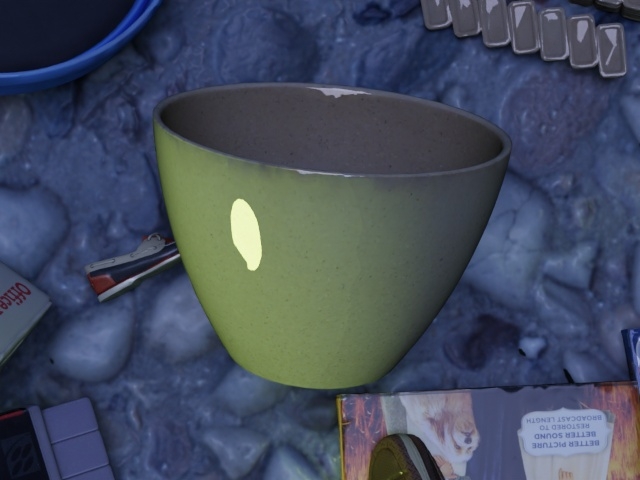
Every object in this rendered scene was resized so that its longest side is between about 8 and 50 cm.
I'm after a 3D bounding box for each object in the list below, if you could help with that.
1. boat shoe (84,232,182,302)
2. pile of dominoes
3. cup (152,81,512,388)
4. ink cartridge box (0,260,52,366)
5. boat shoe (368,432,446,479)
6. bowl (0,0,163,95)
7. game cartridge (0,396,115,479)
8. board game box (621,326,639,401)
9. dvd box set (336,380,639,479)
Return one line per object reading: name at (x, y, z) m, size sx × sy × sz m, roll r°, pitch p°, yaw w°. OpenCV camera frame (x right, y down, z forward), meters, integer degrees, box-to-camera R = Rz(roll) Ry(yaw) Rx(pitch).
boat shoe at (-0.178, 0.016, 1.337) m, size 0.137 × 0.049 × 0.043 m, roll -28°, pitch 81°, yaw 2°
pile of dominoes at (0.232, -0.287, 1.385) m, size 0.251 × 0.040 × 0.196 m, roll 16°, pitch 84°, yaw 11°
cup at (0.000, 0.000, 1.228) m, size 0.331 × 0.331 × 0.237 m, roll 7°, pitch 109°, yaw 1°
ink cartridge box at (-0.434, 0.040, 1.214) m, size 0.307 × 0.223 × 0.129 m, roll 37°, pitch 102°, yaw -6°
boat shoe at (0.121, 0.307, 1.228) m, size 0.095 × 0.095 × 0.257 m, roll -4°, pitch 72°, yaw -35°
bowl at (-0.336, -0.326, 1.313) m, size 0.391 × 0.077 × 0.391 m, roll 4°, pitch 70°, yaw -12°
game cartridge at (-0.353, 0.296, 1.214) m, size 0.355 × 0.068 × 0.230 m, roll -14°, pitch 86°, yaw -32°
board game box at (0.393, 0.179, 1.315) m, size 0.136 × 0.035 × 0.201 m, roll -9°, pitch 83°, yaw -1°
dvd box set at (0.176, 0.355, 1.283) m, size 0.308 × 0.062 × 0.420 m, roll -2°, pitch 83°, yaw 1°
